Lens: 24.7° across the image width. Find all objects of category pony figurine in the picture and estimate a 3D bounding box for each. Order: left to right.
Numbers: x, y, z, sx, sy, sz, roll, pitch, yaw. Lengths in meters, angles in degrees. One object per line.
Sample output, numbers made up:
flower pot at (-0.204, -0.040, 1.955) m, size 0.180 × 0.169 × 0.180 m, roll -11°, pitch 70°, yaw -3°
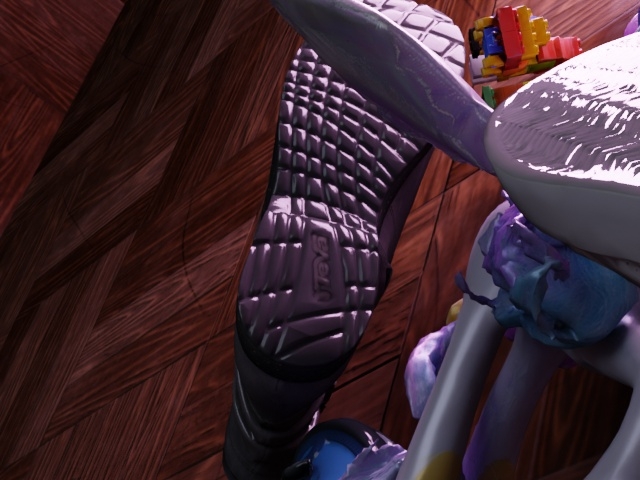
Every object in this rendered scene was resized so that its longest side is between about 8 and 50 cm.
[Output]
pony figurine at (0.120, 0.010, 0.703) m, size 0.351 × 0.303 × 0.363 m, roll 16°, pitch 89°, yaw 65°

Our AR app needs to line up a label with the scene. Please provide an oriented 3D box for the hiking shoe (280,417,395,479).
hiking shoe at (-0.021, 0.205, 0.827) m, size 0.113 × 0.132 × 0.304 m, roll -38°, pitch 25°, yaw 35°

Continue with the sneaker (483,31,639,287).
sneaker at (0.149, 0.031, 0.451) m, size 0.108 × 0.169 × 0.292 m, roll -29°, pitch 20°, yaw -2°

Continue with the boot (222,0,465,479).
boot at (0.000, 0.000, 1.049) m, size 0.222 × 0.118 × 0.338 m, roll 105°, pitch -171°, yaw -57°

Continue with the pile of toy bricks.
pile of toy bricks at (0.161, -0.102, 0.985) m, size 0.105 × 0.118 × 0.212 m, roll -12°, pitch -3°, yaw 5°
